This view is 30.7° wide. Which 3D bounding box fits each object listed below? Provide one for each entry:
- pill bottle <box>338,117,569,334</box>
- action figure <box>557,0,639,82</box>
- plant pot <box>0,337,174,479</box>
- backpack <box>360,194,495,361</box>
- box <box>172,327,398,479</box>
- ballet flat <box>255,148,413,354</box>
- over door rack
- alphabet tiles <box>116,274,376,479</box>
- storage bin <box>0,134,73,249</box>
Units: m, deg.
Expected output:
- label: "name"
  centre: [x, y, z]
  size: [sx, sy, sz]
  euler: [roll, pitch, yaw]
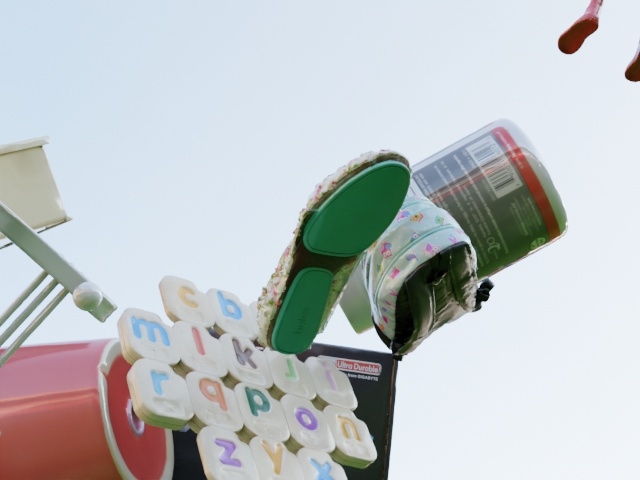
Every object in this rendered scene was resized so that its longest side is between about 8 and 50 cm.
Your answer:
- label: "pill bottle"
  centre: [0.175, -0.016, 1.782]
  size: [0.363, 0.210, 0.210]
  euler: [-28, -42, 2]
- label: "action figure"
  centre: [0.254, -0.244, 1.006]
  size: [0.091, 0.280, 0.139]
  euler: [23, -28, -5]
- label: "plant pot"
  centre: [-0.318, 0.235, 1.346]
  size: [0.243, 0.275, 0.275]
  euler: [-17, -40, 11]
- label: "backpack"
  centre: [0.110, 0.037, 1.326]
  size: [0.152, 0.115, 0.182]
  euler: [-37, -28, -13]
- label: "box"
  centre: [-0.061, 0.269, 1.466]
  size: [0.295, 0.293, 0.073]
  euler: [10, -17, -6]
- label: "ballet flat"
  centre: [0.000, 0.000, 1.077]
  size: [0.091, 0.077, 0.241]
  euler: [16, -60, -30]
- label: "over door rack"
  centre: [-0.322, 0.017, 0.704]
  size: [0.324, 0.239, 0.108]
  euler: [42, -8, -1]
- label: "alphabet tiles"
  centre: [-0.071, 0.152, 1.174]
  size: [0.284, 0.278, 0.021]
  euler: [19, -57, -34]
- label: "storage bin"
  centre: [-0.517, -0.024, 1.550]
  size: [0.260, 0.123, 0.262]
  euler: [-19, 3, 34]
